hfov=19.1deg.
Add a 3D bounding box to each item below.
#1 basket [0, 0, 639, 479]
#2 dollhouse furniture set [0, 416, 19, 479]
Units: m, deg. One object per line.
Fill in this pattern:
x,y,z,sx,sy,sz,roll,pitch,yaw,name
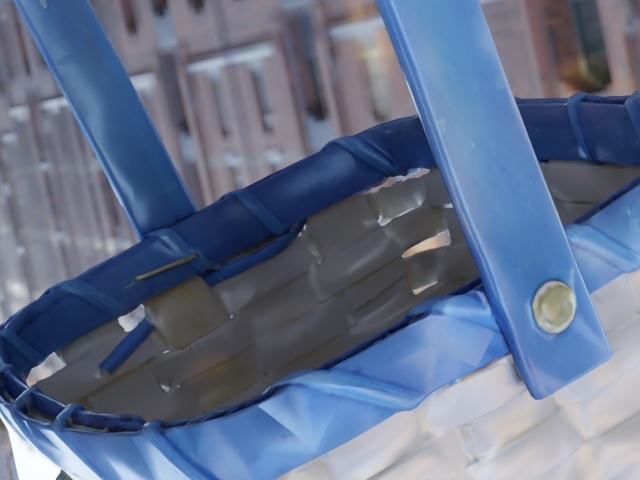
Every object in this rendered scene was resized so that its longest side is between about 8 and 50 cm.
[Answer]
0.000,0.000,0.553,0.201,0.289,0.255,-25,-170,-21,basket
-0.271,0.023,0.800,0.212,0.242,0.161,-22,-138,-20,dollhouse furniture set
